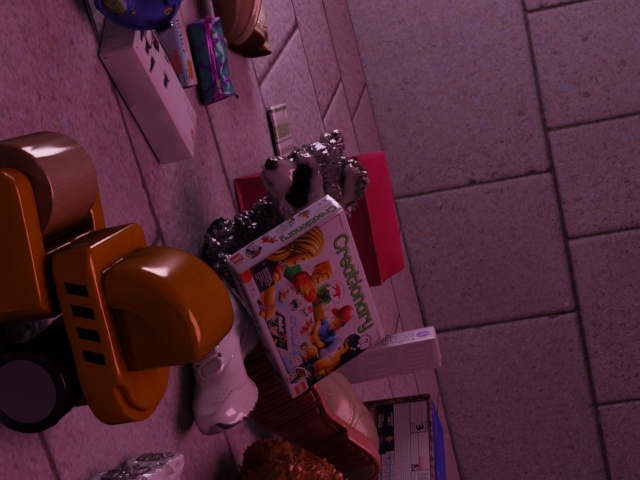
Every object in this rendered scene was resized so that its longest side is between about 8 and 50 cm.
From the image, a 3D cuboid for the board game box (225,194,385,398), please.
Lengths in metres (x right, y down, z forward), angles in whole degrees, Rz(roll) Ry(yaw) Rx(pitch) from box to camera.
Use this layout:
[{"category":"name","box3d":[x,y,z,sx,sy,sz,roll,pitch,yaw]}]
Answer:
[{"category":"board game box","box3d":[-0.018,0.095,1.883,0.053,0.193,0.305,43,-20,45]}]

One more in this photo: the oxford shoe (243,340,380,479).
[{"category":"oxford shoe","box3d":[-0.031,0.273,2.108,0.397,0.141,0.146,52,27,-29]}]

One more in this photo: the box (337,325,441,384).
[{"category":"box","box3d":[0.066,0.233,2.256,0.063,0.324,0.067,-86,162,-72]}]

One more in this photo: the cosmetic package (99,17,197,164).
[{"category":"cosmetic package","box3d":[-0.257,-0.233,1.799,0.239,0.061,0.098,65,21,-48]}]

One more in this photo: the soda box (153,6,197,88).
[{"category":"soda box","box3d":[-0.251,-0.331,1.900,0.063,0.058,0.183,-42,121,-75]}]

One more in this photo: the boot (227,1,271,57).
[{"category":"boot","box3d":[-0.152,-0.466,2.382,0.213,0.077,0.165,15,67,-81]}]

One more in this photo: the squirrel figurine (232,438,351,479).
[{"category":"squirrel figurine","box3d":[0.016,0.486,1.875,0.370,0.281,0.396,-14,81,-61]}]

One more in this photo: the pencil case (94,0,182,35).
[{"category":"pencil case","box3d":[-0.264,-0.447,1.720,0.119,0.133,0.306,83,0,-59]}]

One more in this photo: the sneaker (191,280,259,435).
[{"category":"sneaker","box3d":[-0.167,0.180,1.837,0.297,0.111,0.129,-95,159,-54]}]

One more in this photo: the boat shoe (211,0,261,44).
[{"category":"boat shoe","box3d":[-0.193,-0.531,2.224,0.110,0.122,0.341,4,69,-38]}]

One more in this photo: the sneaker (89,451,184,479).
[{"category":"sneaker","box3d":[-0.222,0.336,1.481,0.232,0.090,0.115,2,82,-76]}]

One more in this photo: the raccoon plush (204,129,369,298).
[{"category":"raccoon plush","box3d":[0.000,0.000,2.046,0.216,0.299,0.446,52,5,31]}]

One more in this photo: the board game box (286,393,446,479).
[{"category":"board game box","box3d":[0.087,0.442,2.260,0.141,0.291,0.232,67,19,-47]}]

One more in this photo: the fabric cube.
[{"category":"fabric cube","box3d":[0.004,-0.029,2.333,0.258,0.259,0.254,-27,108,-74]}]

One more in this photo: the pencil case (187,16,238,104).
[{"category":"pencil case","box3d":[-0.195,-0.322,2.119,0.070,0.065,0.151,-164,-119,-77]}]

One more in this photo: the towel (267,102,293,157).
[{"category":"towel","box3d":[-0.088,-0.225,2.614,0.113,0.023,0.152,-36,118,-73]}]

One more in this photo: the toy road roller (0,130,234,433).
[{"category":"toy road roller","box3d":[-0.237,0.037,1.287,0.202,0.241,0.329,-47,126,-74]}]
